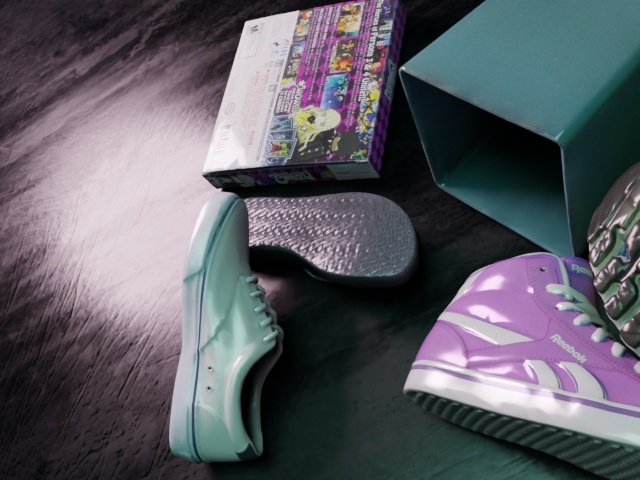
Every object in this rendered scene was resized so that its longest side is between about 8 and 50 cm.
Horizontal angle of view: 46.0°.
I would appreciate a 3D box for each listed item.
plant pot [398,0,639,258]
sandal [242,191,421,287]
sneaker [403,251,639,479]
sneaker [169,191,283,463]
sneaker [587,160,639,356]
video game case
[{"bbox_3d":[0.222,-0.141,0.663,0.234,0.165,0.165,-45,52,-12],"label":"plant pot"},{"bbox_3d":[0.000,-0.001,0.767,0.254,0.054,0.097,11,60,42],"label":"sandal"},{"bbox_3d":[0.201,0.082,0.557,0.282,0.102,0.161,12,63,44],"label":"sneaker"},{"bbox_3d":[-0.079,0.082,0.721,0.091,0.094,0.258,2,82,13],"label":"sneaker"},{"bbox_3d":[0.303,0.072,0.457,0.130,0.147,0.330,-51,57,21],"label":"sneaker"},{"bbox_3d":[-0.017,-0.172,0.874,0.210,0.042,0.232,-3,61,26],"label":"video game case"}]
